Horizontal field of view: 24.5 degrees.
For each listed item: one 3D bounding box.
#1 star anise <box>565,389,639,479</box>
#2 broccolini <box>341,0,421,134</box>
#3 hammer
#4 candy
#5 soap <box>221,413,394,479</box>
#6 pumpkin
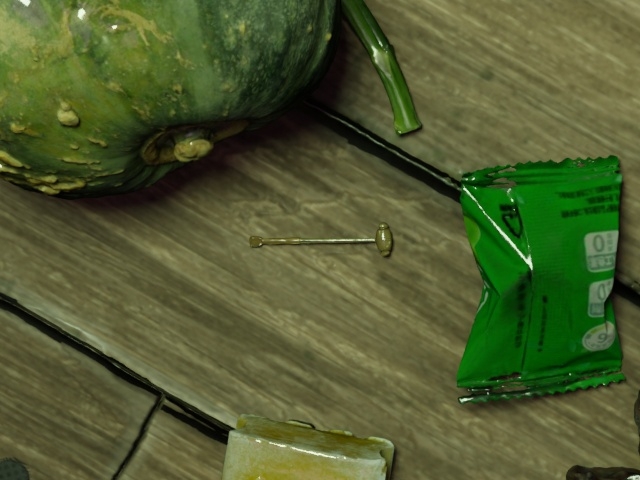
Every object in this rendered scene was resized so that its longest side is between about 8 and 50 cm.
[{"bbox_3d":[0.324,0.241,1.214,0.223,0.109,0.236,-7,97,3],"label":"star anise"},{"bbox_3d":[0.019,-0.193,1.205,0.054,0.051,0.239,-28,103,4],"label":"broccolini"},{"bbox_3d":[0.000,0.000,1.250,0.122,0.014,0.029,-1,91,8],"label":"hammer"},{"bbox_3d":[0.179,0.035,1.207,0.141,0.078,0.203,-2,105,7],"label":"candy"},{"bbox_3d":[-0.024,0.277,1.271,0.140,0.073,0.232,11,102,9],"label":"soap"},{"bbox_3d":[-0.156,-0.175,1.098,0.327,0.291,0.257,-22,82,0],"label":"pumpkin"}]
